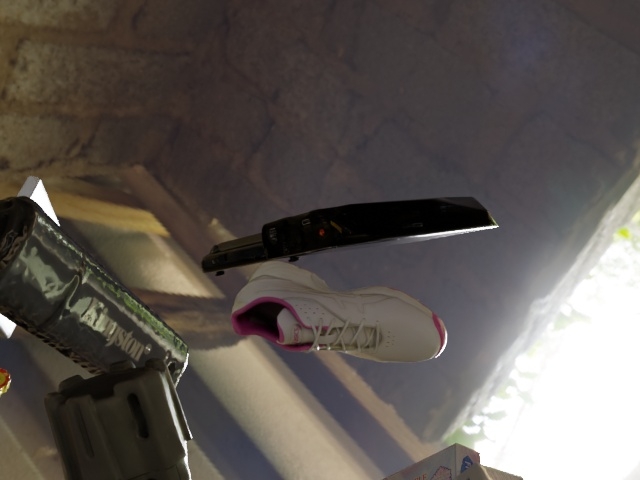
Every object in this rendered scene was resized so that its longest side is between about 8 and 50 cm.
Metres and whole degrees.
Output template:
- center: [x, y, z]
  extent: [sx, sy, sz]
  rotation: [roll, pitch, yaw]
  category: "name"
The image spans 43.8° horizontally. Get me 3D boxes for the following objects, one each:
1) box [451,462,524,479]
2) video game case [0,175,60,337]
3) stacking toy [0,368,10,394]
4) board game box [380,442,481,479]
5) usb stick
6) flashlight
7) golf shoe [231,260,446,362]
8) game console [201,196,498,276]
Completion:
- center: [0.173, 0.309, 0.838]
  extent: [0.087, 0.102, 0.101]
  rotation: [25, -149, -35]
  category: "box"
- center: [-0.361, 0.023, 0.953]
  extent: [0.019, 0.143, 0.157]
  rotation: [18, -117, 2]
  category: "video game case"
- center: [-0.549, 0.231, 1.074]
  extent: [0.221, 0.167, 0.052]
  rotation: [10, -142, -25]
  category: "stacking toy"
- center: [0.175, 0.579, 1.472]
  extent: [0.066, 0.319, 0.317]
  rotation: [25, -132, -23]
  category: "board game box"
- center: [-0.180, 0.061, 0.631]
  extent: [0.045, 0.077, 0.278]
  rotation: [9, 154, 22]
  category: "usb stick"
- center: [-0.109, 0.234, 0.540]
  extent: [0.103, 0.303, 0.103]
  rotation: [-17, -174, -6]
  category: "flashlight"
- center: [0.017, 0.122, 1.107]
  extent: [0.306, 0.115, 0.140]
  rotation: [12, -154, 21]
  category: "golf shoe"
- center: [0.000, 0.000, 0.886]
  extent: [0.213, 0.361, 0.043]
  rotation: [-6, -93, -37]
  category: "game console"
